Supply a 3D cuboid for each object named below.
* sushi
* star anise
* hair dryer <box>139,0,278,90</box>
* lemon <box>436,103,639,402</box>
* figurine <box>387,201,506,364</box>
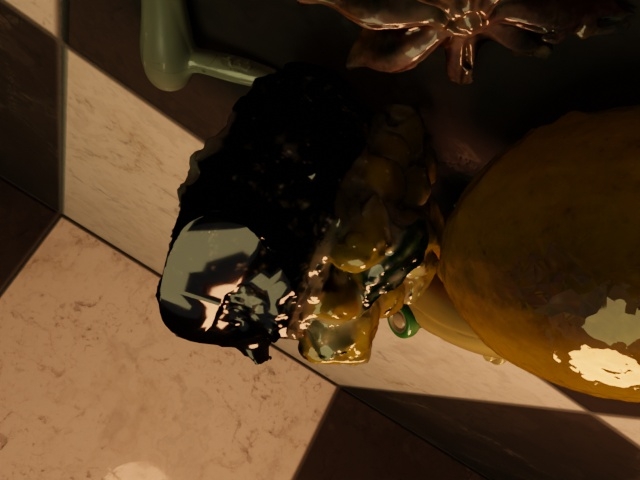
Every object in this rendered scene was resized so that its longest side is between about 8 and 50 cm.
[{"bbox_3d":[0.000,0.000,0.684,0.285,0.329,0.328,25,118,6],"label":"sushi"},{"bbox_3d":[0.118,-0.199,0.468,0.288,0.088,0.288,7,164,2],"label":"star anise"},{"bbox_3d":[-0.120,-0.248,0.736,0.237,0.075,0.206,21,152,-2],"label":"hair dryer"},{"bbox_3d":[0.264,0.012,0.546,0.285,0.285,0.316,29,180,0],"label":"lemon"},{"bbox_3d":[0.203,0.048,0.825,0.124,0.222,0.324,-9,-161,-32],"label":"figurine"}]
